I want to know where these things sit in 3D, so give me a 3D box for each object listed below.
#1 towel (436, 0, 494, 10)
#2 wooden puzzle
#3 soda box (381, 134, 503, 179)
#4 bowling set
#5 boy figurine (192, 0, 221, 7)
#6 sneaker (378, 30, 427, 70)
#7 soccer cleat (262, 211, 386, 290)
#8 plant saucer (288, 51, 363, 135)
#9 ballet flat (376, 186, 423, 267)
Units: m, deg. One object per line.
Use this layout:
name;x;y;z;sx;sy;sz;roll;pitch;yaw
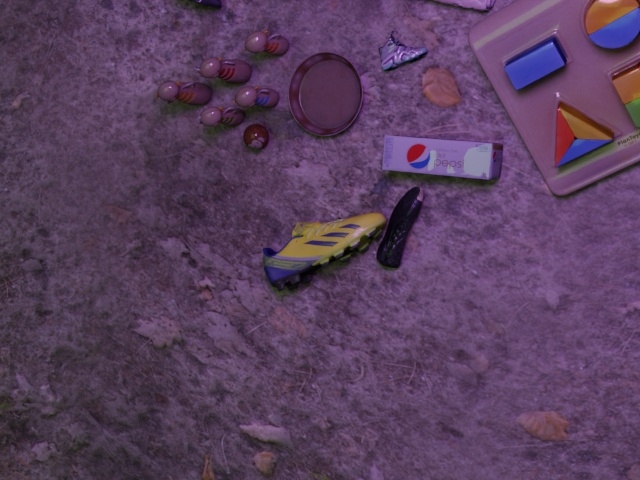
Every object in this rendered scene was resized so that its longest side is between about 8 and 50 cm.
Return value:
towel;0.202;-0.616;1.712;0.332;0.053;0.316;19;102;23
wooden puzzle;0.461;-0.284;1.564;0.322;0.080;0.347;-27;96;27
soda box;0.229;-0.158;1.730;0.216;0.074;0.069;8;99;26
bowling set;-0.170;-0.289;1.874;0.287;0.154;0.199;-29;82;26
boy figurine;-0.212;-0.631;1.899;0.177;0.092;0.285;29;110;24
sneaker;0.154;-0.374;1.767;0.098;0.038;0.069;-16;88;27
soccer cleat;-0.001;0.000;1.854;0.289;0.093;0.121;-29;75;25
plant saucer;0.014;-0.295;1.851;0.169;0.029;0.168;3;96;26
ballet flat;0.162;-0.027;1.802;0.173;0.049;0.057;-66;25;15
